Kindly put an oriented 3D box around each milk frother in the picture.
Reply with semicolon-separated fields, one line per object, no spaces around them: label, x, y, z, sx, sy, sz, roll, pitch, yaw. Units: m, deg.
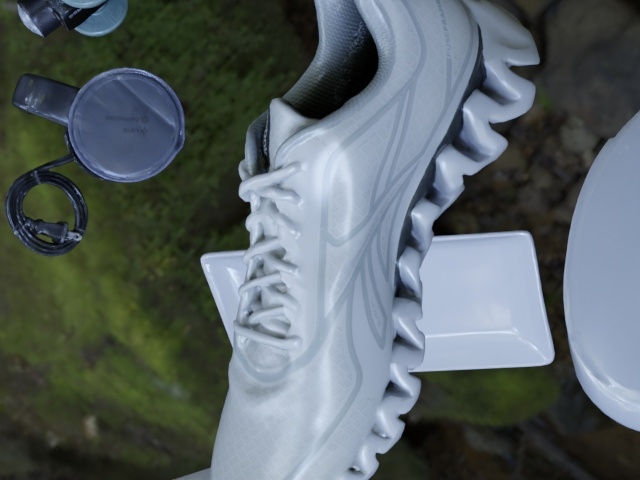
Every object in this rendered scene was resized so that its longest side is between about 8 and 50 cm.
milk frother;-0.173;-0.056;1.139;0.129;0.143;0.135;1;-178;-10

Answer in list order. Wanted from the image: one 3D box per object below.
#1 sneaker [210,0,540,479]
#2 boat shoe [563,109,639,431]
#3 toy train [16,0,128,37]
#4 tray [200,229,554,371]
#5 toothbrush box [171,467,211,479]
sneaker;0.000;0.000;0.731;0.110;0.292;0.118;13;171;46
boat shoe;0.179;-0.036;0.603;0.108;0.301;0.102;17;148;18
toy train;-0.231;-0.379;1.712;0.190;0.334;0.142;50;173;7
tray;0.049;0.049;1.229;0.270;0.030;0.145;-4;128;16
toothbrush box;-0.041;0.323;1.307;0.283;0.206;0.122;-114;9;-56
